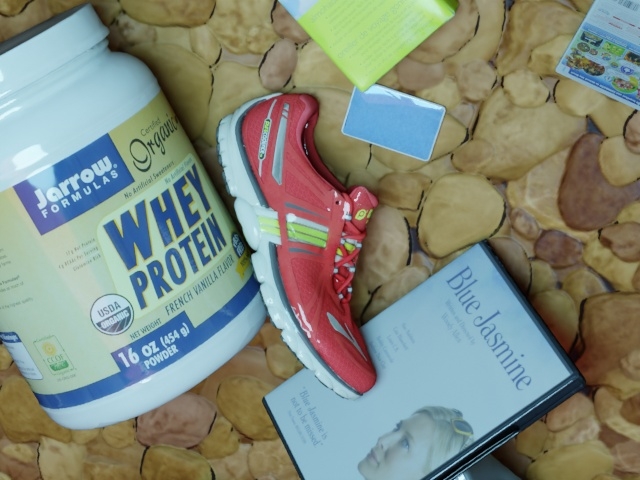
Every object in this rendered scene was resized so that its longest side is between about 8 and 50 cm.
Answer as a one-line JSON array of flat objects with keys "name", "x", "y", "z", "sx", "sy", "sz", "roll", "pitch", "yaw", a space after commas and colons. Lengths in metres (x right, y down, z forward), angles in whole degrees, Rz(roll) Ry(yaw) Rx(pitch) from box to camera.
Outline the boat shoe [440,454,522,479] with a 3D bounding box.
[{"name": "boat shoe", "x": 0.163, "y": 0.289, "z": 1.353, "sx": 0.105, "sy": 0.113, "sz": 0.306, "roll": -33, "pitch": 132, "yaw": 20}]

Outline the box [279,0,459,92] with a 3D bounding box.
[{"name": "box", "x": 0.017, "y": -0.226, "z": 1.247, "sx": 0.109, "sy": 0.042, "sz": 0.178, "roll": -40, "pitch": 99, "yaw": 23}]

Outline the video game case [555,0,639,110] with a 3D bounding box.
[{"name": "video game case", "x": 0.252, "y": -0.158, "z": 1.206, "sx": 0.087, "sy": 0.011, "sz": 0.122, "roll": 25, "pitch": 148, "yaw": 1}]

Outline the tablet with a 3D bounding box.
[{"name": "tablet", "x": 0.064, "y": -0.106, "z": 1.307, "sx": 0.083, "sy": 0.006, "sz": 0.054, "roll": 18, "pitch": 115, "yaw": 3}]

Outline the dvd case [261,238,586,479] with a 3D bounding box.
[{"name": "dvd case", "x": 0.083, "y": 0.132, "z": 1.284, "sx": 0.253, "sy": 0.180, "sz": 0.022, "roll": -36, "pitch": 137, "yaw": 5}]

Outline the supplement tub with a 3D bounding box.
[{"name": "supplement tub", "x": -0.207, "y": -0.022, "z": 1.279, "sx": 0.228, "sy": 0.228, "sz": 0.316, "roll": -22, "pitch": 106, "yaw": 20}]

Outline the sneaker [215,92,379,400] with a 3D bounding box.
[{"name": "sneaker", "x": 0.000, "y": 0.000, "z": 1.279, "sx": 0.118, "sy": 0.107, "sz": 0.279, "roll": -22, "pitch": 84, "yaw": 10}]
